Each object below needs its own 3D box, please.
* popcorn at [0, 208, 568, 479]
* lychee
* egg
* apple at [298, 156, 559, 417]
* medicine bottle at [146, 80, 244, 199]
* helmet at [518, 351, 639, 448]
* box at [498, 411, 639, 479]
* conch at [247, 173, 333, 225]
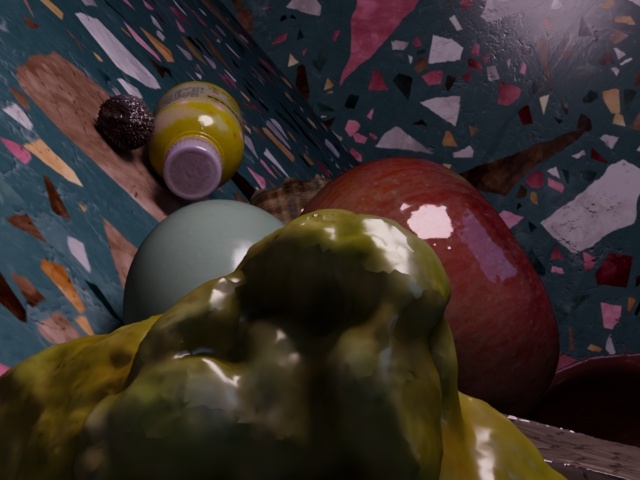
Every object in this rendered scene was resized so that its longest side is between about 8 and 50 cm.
[{"bbox_3d":[0.000,0.167,0.557,0.334,0.292,0.293,50,5,-19],"label":"popcorn"},{"bbox_3d":[-0.230,-0.140,1.272,0.083,0.068,0.067,-57,146,-81],"label":"lychee"},{"bbox_3d":[-0.079,0.063,0.894,0.168,0.168,0.231,41,20,-36],"label":"egg"},{"bbox_3d":[0.102,0.076,1.244,0.345,0.269,0.345,59,-5,8],"label":"apple"},{"bbox_3d":[-0.154,-0.116,1.323,0.122,0.122,0.212,45,12,-19],"label":"medicine bottle"},{"bbox_3d":[0.369,0.340,1.386,0.337,0.385,0.230,50,-29,15],"label":"helmet"},{"bbox_3d":[0.244,0.284,0.998,0.297,0.190,0.225,13,1,15],"label":"box"},{"bbox_3d":[0.012,-0.011,1.520,0.210,0.159,0.291,46,13,-23],"label":"conch"}]
